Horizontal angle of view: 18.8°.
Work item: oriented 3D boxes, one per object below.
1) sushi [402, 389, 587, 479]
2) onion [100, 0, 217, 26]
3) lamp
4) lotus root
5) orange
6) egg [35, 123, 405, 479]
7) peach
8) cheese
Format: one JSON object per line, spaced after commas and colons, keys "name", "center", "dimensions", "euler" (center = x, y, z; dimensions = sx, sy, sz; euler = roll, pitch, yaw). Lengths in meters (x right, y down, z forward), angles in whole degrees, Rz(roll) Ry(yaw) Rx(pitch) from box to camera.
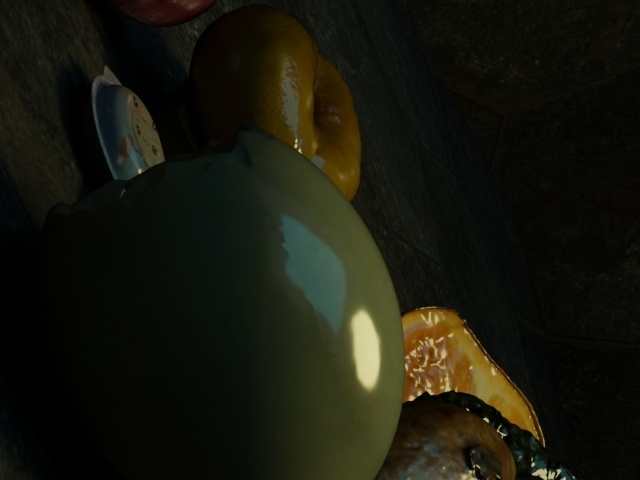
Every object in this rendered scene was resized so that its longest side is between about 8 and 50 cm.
{"name": "sushi", "center": [0.152, 0.345, 1.994], "dimensions": [0.352, 0.178, 0.294], "euler": [41, 53, -9]}
{"name": "onion", "center": [-0.186, -0.330, 2.013], "dimensions": [0.200, 0.201, 0.207], "euler": [-21, 122, -77]}
{"name": "lamp", "center": [-0.102, -0.047, 2.162], "dimensions": [0.269, 0.047, 0.266], "euler": [-64, 134, -74]}
{"name": "lotus root", "center": [0.071, 0.231, 1.763], "dimensions": [0.291, 0.193, 0.193], "euler": [-3, 70, -45]}
{"name": "orange", "center": [0.128, 0.227, 2.232], "dimensions": [0.310, 0.274, 0.274], "euler": [73, 4, -56]}
{"name": "egg", "center": [-0.072, 0.084, 1.556], "dimensions": [0.278, 0.278, 0.336], "euler": [-68, 137, -72]}
{"name": "peach", "center": [-0.046, -0.129, 2.081], "dimensions": [0.251, 0.153, 0.251], "euler": [60, 11, -19]}
{"name": "cheese", "center": [-0.183, -0.063, 1.838], "dimensions": [0.135, 0.052, 0.244], "euler": [54, 20, -50]}
